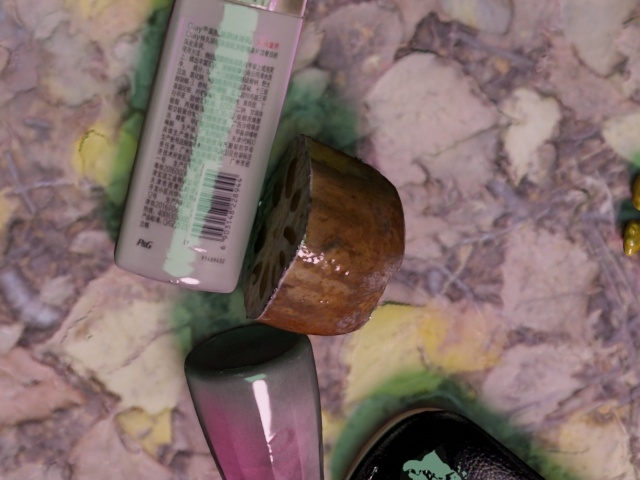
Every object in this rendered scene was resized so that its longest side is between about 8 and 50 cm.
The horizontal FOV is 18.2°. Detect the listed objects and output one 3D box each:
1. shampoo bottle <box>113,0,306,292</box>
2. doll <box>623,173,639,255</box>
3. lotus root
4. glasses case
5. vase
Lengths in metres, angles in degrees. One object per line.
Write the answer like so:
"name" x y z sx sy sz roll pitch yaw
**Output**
"shampoo bottle" -0.070 -0.084 1.295 0.086 0.056 0.227 12 100 -11
"doll" 0.305 0.012 1.369 0.188 0.096 0.145 -11 96 2
"lotus root" 0.000 -0.002 1.299 0.081 0.112 0.122 10 132 -22
"glasses case" 0.149 0.237 1.394 0.314 0.075 0.122 39 91 -15
"vase" -0.029 0.169 1.348 0.086 0.086 0.214 -14 109 -7
